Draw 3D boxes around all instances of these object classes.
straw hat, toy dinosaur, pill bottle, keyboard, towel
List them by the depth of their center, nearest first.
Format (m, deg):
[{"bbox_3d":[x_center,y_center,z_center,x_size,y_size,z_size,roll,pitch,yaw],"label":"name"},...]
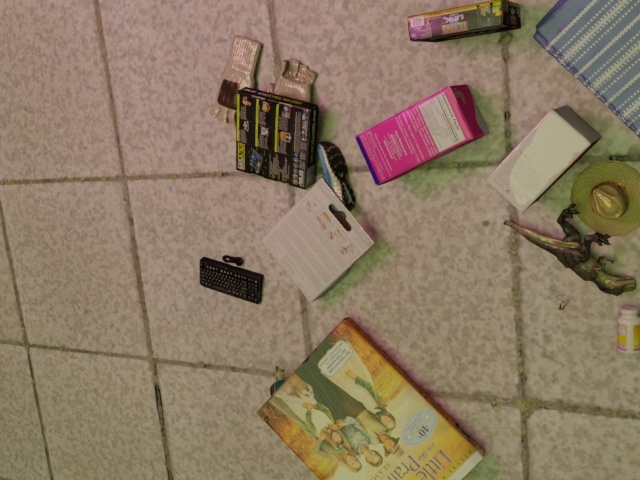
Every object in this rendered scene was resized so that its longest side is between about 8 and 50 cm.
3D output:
[{"bbox_3d":[0.562,-0.333,1.240,0.336,0.040,0.243,48,117,8],"label":"towel"},{"bbox_3d":[0.519,-0.070,1.311,0.145,0.061,0.144,8,107,27],"label":"straw hat"},{"bbox_3d":[0.469,0.007,1.350,0.268,0.064,0.118,35,140,18],"label":"toy dinosaur"},{"bbox_3d":[0.574,0.165,1.352,0.043,0.043,0.083,1,103,29],"label":"pill bottle"},{"bbox_3d":[-0.221,0.086,1.782,0.180,0.023,0.108,15,109,24],"label":"keyboard"}]

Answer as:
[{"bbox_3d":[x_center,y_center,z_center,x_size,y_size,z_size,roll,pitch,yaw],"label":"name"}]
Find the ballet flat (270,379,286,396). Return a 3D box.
[{"bbox_3d":[-0.023,0.454,1.731,0.280,0.095,0.096,39,126,15],"label":"ballet flat"}]

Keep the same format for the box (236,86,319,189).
[{"bbox_3d":[-0.098,-0.222,1.587,0.184,0.045,0.190,18,124,23],"label":"box"}]

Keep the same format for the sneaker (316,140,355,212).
[{"bbox_3d":[0.016,-0.133,1.571,0.073,0.063,0.162,-12,96,35],"label":"sneaker"}]

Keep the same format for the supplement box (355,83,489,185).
[{"bbox_3d":[0.198,-0.205,1.423,0.220,0.111,0.113,-23,90,31],"label":"supplement box"}]

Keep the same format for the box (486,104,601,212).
[{"bbox_3d":[0.403,-0.148,1.314,0.091,0.130,0.170,46,120,12],"label":"box"}]

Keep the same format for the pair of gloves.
[{"bbox_3d":[-0.129,-0.322,1.613,0.240,0.042,0.204,30,115,18],"label":"pair of gloves"}]

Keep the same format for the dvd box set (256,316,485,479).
[{"bbox_3d":[0.104,0.424,1.613,0.420,0.062,0.307,45,100,12],"label":"dvd box set"}]

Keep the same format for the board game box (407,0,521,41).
[{"bbox_3d":[0.262,-0.395,1.320,0.170,0.141,0.048,-2,101,29],"label":"board game box"}]

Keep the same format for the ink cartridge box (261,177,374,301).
[{"bbox_3d":[0.000,0.000,1.615,0.232,0.066,0.189,-44,80,29],"label":"ink cartridge box"}]
